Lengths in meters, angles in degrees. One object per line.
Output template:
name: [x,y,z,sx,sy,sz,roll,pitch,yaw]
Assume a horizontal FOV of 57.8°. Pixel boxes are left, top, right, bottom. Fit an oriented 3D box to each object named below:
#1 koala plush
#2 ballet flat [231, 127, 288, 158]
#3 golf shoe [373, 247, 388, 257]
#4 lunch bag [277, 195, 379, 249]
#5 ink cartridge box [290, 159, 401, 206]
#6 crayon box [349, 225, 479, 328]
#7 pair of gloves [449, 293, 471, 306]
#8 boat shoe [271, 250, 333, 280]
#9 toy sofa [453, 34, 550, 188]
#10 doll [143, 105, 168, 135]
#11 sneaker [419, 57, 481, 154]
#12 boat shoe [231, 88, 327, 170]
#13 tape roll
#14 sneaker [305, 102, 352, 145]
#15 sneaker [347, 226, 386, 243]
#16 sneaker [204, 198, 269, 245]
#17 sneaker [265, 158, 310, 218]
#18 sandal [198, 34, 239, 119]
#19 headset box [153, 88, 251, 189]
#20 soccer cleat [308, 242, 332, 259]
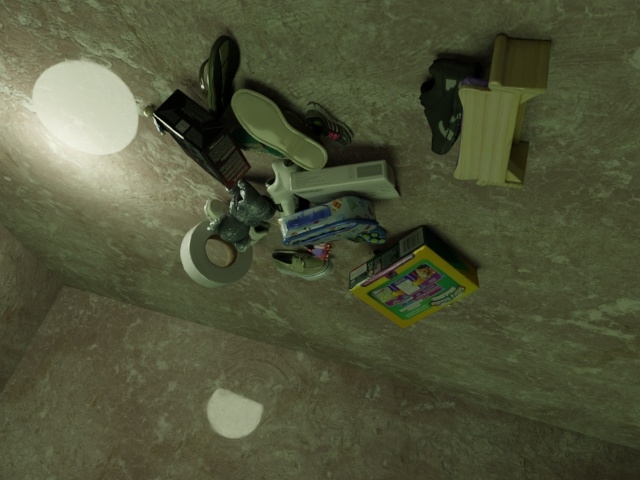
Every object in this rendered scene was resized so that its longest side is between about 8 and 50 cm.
koala plush: [-0.282,-0.081,2.056,0.196,0.221,0.203,38,-175,-28]
ballet flat: [-0.167,-0.308,1.817,0.240,0.091,0.077,17,-177,15]
golf shoe: [0.276,0.066,2.196,0.176,0.069,0.086,-4,138,36]
lunch bag: [0.018,-0.055,1.890,0.303,0.115,0.243,-18,171,30]
ink cartridge box: [0.086,-0.174,1.817,0.296,0.066,0.261,-6,172,16]
crayon box: [0.341,0.146,2.130,0.313,0.106,0.363,35,128,-28]
pair of gloves: [0.473,0.210,2.347,0.204,0.042,0.240,26,153,-12]
boat shoe: [-0.086,0.099,2.448,0.302,0.109,0.094,0,145,38]
toy sofa: [0.418,-0.290,1.366,0.177,0.150,0.363,9,151,16]
doll: [-0.499,-0.380,1.918,0.189,0.046,0.129,31,149,-21]
sneaker: [0.304,-0.335,1.436,0.130,0.109,0.286,21,144,12]
boat shoe: [-0.115,-0.327,1.689,0.324,0.097,0.117,35,111,-12]
tape roll: [-0.424,0.049,2.385,0.286,0.286,0.100,32,150,-22]
sneaker: [0.018,-0.315,1.665,0.170,0.075,0.063,35,149,-27]
sneaker: [0.153,-0.026,2.126,0.188,0.067,0.078,9,172,17]
sneaker: [-0.326,-0.087,2.285,0.118,0.110,0.292,-18,143,39]
sneaker: [-0.117,-0.155,2.000,0.146,0.122,0.331,23,138,13]
sandal: [-0.296,-0.445,1.605,0.086,0.120,0.303,34,153,3]
headset box: [-0.350,-0.296,1.779,0.218,0.110,0.293,39,171,20]
soccer cleat: [0.000,0.000,2.244,0.095,0.083,0.248,21,155,8]
